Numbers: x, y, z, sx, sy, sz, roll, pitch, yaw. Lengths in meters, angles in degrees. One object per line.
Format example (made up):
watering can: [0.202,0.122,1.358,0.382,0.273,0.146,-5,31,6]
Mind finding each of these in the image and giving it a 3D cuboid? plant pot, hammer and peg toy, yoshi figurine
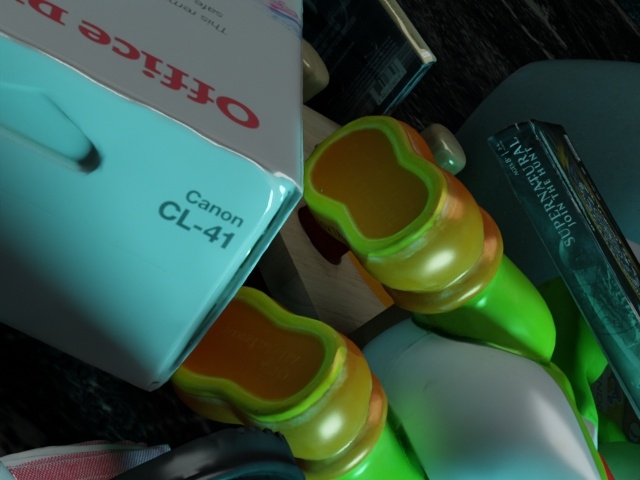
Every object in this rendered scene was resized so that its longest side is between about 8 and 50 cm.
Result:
plant pot: [0.186,-0.015,1.321,0.195,0.290,0.290,40,16,14]
hammer and peg toy: [0.000,0.000,1.096,0.361,0.127,0.266,25,34,-55]
yoshi figurine: [0.075,0.101,0.939,0.362,0.204,0.203,46,35,-38]

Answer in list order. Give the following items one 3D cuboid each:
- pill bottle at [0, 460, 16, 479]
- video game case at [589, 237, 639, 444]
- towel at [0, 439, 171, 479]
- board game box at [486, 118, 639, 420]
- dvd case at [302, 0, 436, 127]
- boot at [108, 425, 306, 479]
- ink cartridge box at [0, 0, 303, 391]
pill bottle: [-0.168,0.080,0.572,0.216,0.121,0.121,51,19,-11]
video game case: [0.212,0.122,1.045,0.227,0.026,0.206,-147,-130,-62]
towel: [-0.068,0.176,0.797,0.197,0.029,0.144,63,21,14]
board game box: [0.147,0.025,0.938,0.186,0.026,0.126,62,14,6]
dvd case: [-0.022,-0.165,1.287,0.018,0.164,0.221,-25,75,-37]
boot: [-0.006,0.187,0.691,0.207,0.094,0.246,63,0,19]
ink cartridge box: [-0.131,-0.102,0.866,0.226,0.131,0.306,27,29,-15]
